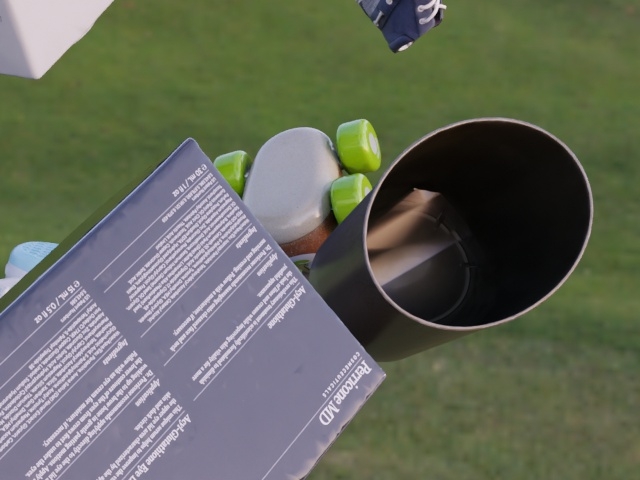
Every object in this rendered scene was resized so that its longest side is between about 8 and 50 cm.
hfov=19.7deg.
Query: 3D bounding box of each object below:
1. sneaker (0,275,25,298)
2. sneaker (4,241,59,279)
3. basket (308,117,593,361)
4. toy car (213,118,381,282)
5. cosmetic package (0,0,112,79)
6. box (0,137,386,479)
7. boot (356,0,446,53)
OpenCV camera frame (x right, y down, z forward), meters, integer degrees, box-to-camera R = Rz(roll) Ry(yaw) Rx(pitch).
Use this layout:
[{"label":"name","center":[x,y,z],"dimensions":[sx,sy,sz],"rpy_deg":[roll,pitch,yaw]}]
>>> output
[{"label":"sneaker","center":[-0.300,0.145,1.441],"dimensions":[0.366,0.135,0.150],"rpy_deg":[-22,-28,1]},{"label":"sneaker","center":[-0.145,0.145,1.604],"dimensions":[0.319,0.208,0.127],"rpy_deg":[21,9,4]},{"label":"basket","center":[0.084,0.015,1.490],"dimensions":[0.204,0.154,0.227],"rpy_deg":[-31,-3,-25]},{"label":"toy car","center":[0.000,0.000,1.752],"dimensions":[0.155,0.188,0.149],"rpy_deg":[-13,41,18]},{"label":"cosmetic package","center":[-0.290,-0.261,1.606],"dimensions":[0.151,0.184,0.151],"rpy_deg":[10,44,29]},{"label":"box","center":[-0.106,0.095,1.003],"dimensions":[0.103,0.184,0.261],"rpy_deg":[-34,9,45]},{"label":"boot","center":[0.107,-0.261,1.860],"dimensions":[0.069,0.086,0.190],"rpy_deg":[-33,-1,-30]}]
